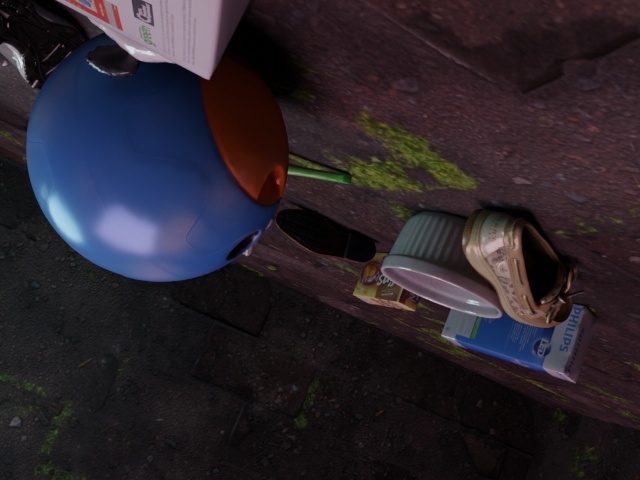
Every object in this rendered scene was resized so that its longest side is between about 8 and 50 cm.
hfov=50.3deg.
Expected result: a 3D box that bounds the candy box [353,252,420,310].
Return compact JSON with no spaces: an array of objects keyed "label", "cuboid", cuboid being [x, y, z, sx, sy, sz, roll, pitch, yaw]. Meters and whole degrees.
[{"label":"candy box","cuboid":[0.152,0.085,1.456,0.053,0.109,0.186,28,169,-23]}]

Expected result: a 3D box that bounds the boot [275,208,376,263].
[{"label":"boot","cuboid":[0.000,0.000,1.437,0.219,0.082,0.106,23,167,-10]}]

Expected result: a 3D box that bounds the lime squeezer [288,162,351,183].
[{"label":"lime squeezer","cuboid":[-0.096,-0.129,1.133,0.109,0.059,0.310,-11,-165,-41]}]

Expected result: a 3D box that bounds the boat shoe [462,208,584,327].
[{"label":"boat shoe","cuboid":[0.309,0.053,0.992,0.089,0.105,0.285,6,158,47]}]

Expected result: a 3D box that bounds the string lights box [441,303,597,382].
[{"label":"string lights box","cuboid":[0.380,0.169,1.325,0.259,0.133,0.076,14,166,41]}]

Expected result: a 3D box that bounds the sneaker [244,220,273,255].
[{"label":"sneaker","cuboid":[-0.206,-0.054,1.511,0.110,0.118,0.292,19,167,30]}]

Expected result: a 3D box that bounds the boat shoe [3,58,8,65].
[{"label":"boat shoe","cuboid":[-0.595,-0.329,1.201,0.100,0.035,0.035,14,165,10]}]

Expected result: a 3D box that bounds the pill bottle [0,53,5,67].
[{"label":"pill bottle","cuboid":[-0.590,-0.320,1.068,0.094,0.094,0.169,11,164,48]}]

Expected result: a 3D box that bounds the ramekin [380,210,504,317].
[{"label":"ramekin","cuboid":[0.212,0.036,1.101,0.207,0.109,0.207,23,169,5]}]

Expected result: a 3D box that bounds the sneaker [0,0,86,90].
[{"label":"sneaker","cuboid":[-0.396,-0.286,0.884,0.108,0.100,0.271,46,177,13]}]

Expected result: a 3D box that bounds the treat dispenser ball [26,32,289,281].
[{"label":"treat dispenser ball","cuboid":[-0.180,-0.097,0.778,0.288,0.288,0.288,22,169,4]}]

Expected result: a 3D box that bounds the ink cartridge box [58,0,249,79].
[{"label":"ink cartridge box","cuboid":[-0.149,-0.255,0.373,0.271,0.130,0.309,26,169,-8]}]

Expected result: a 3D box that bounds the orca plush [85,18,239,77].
[{"label":"orca plush","cuboid":[-0.177,-0.231,0.636,0.287,0.151,0.102,14,-162,27]}]
